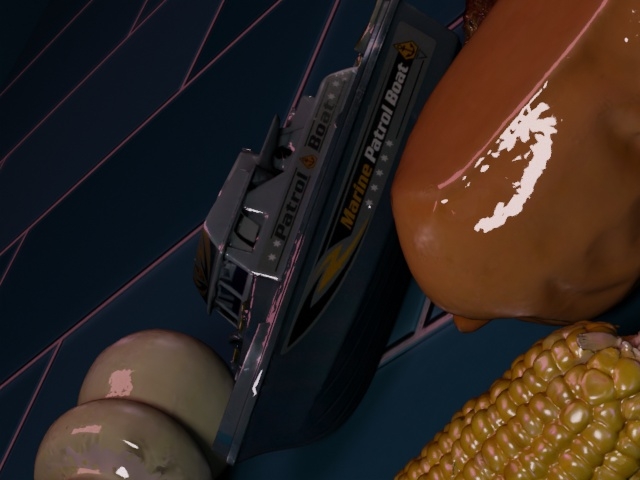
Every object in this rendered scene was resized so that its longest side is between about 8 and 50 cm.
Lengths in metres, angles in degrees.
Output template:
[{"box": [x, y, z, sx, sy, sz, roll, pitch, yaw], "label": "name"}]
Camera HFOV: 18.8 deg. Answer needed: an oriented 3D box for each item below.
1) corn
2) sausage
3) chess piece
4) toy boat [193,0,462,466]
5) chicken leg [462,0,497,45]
[{"box": [0.063, 0.117, 0.788, 0.238, 0.080, 0.080, -46, 19, 20], "label": "corn"}, {"box": [0.128, -0.060, 0.856, 0.241, 0.136, 0.120, -49, 30, 6], "label": "sausage"}, {"box": [-0.119, 0.153, 1.125, 0.144, 0.144, 0.251, -39, 17, 41], "label": "chess piece"}, {"box": [-0.003, -0.002, 1.114, 0.114, 0.122, 0.296, 105, -172, -62], "label": "toy boat"}, {"box": [0.108, -0.104, 0.991, 0.063, 0.105, 0.234, -21, -1, 12], "label": "chicken leg"}]
